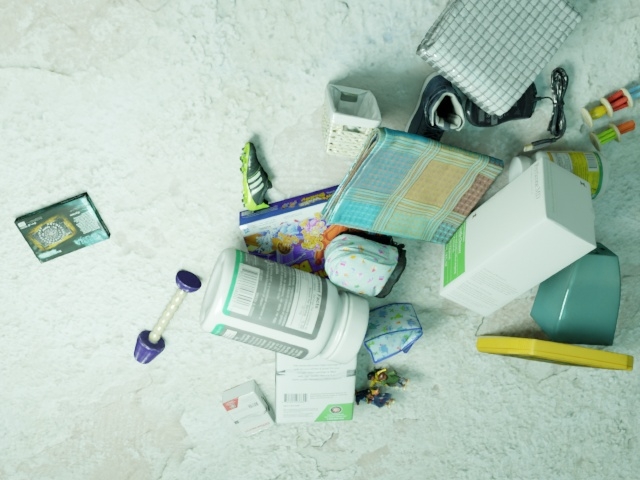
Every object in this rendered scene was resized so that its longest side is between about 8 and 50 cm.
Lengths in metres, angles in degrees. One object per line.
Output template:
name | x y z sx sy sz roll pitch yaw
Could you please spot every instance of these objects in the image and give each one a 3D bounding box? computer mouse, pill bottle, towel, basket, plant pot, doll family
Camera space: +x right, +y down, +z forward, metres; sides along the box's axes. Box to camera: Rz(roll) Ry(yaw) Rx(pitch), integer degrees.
computer mouse | 0.450 -0.291 1.754 0.262 0.060 0.184 -16 115 -10
pill bottle | 0.564 -0.156 1.803 0.208 0.118 0.118 0 119 -6
towel | 0.372 -0.442 1.602 0.235 0.121 0.284 37 92 -14
pill bottle | -0.084 0.162 1.770 0.361 0.204 0.204 19 115 -15
basket | 0.062 -0.261 1.668 0.113 0.167 0.103 8 122 -10
plant pot | 0.669 0.127 1.947 0.165 0.166 0.234 4 110 -8
doll family | 0.156 0.411 2.099 0.111 0.076 0.193 20 118 -21
towel | 0.215 -0.113 1.722 0.370 0.040 0.271 10 128 -31

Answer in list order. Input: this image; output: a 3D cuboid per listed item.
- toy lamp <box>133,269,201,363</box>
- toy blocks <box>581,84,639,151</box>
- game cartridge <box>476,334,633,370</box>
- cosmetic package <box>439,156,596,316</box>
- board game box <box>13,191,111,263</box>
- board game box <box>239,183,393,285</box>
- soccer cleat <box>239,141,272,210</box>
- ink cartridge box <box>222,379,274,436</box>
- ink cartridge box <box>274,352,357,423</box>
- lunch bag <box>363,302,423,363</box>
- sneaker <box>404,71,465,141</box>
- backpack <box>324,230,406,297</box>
toy lamp | -0.397 0.202 1.924 0.080 0.080 0.275 25 113 -18
toy blocks | 0.703 -0.293 1.778 0.148 0.054 0.123 -26 117 8
game cartridge | 0.598 0.293 1.955 0.285 0.323 0.053 10 84 -11
cosmetic package | 0.450 0.001 1.761 0.155 0.197 0.365 25 137 -17
board game box | -0.614 -0.028 1.804 0.186 0.026 0.126 -19 119 5
board game box | 0.000 0.000 1.853 0.347 0.078 0.233 -16 119 3
soccer cleat | -0.150 -0.152 1.771 0.072 0.060 0.179 -7 126 -13
ink cartridge box | -0.199 0.466 2.100 0.099 0.056 0.135 -23 118 7
ink cartridge box | -0.015 0.335 2.010 0.211 0.121 0.289 0 119 -6
lunch bag | 0.185 0.232 1.970 0.151 0.129 0.096 -26 119 7
sneaker | 0.253 -0.247 1.697 0.086 0.163 0.226 5 119 -11
backpack | 0.099 0.055 1.782 0.182 0.115 0.152 20 115 -17
